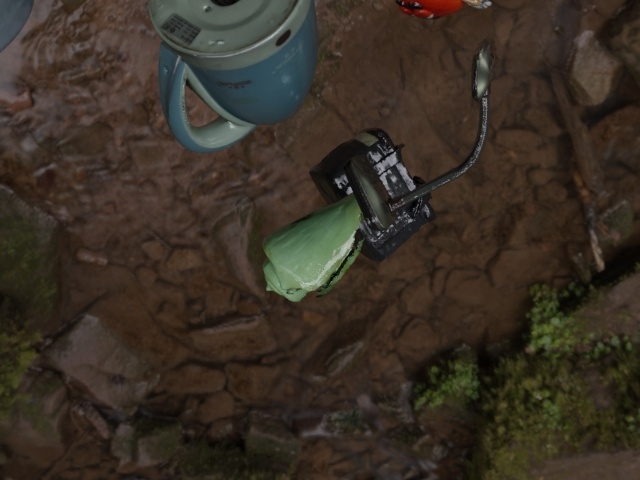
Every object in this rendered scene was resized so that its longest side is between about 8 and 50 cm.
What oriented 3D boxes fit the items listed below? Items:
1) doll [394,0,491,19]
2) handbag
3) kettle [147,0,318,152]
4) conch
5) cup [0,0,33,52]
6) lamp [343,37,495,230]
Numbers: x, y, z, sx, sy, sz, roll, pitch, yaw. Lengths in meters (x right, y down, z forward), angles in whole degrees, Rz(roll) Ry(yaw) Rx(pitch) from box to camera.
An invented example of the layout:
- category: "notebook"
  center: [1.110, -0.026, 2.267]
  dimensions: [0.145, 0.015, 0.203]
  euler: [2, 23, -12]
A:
- category: "doll"
  center: [0.200, -0.416, 1.059]
  dimensions: [0.183, 0.217, 0.085]
  euler: [22, 119, 29]
- category: "handbag"
  center: [0.113, -0.100, 1.322]
  dimensions: [0.181, 0.181, 0.254]
  euler: [-37, 108, -10]
- category: "kettle"
  center: [-0.144, -0.298, 1.078]
  dimensions: [0.319, 0.247, 0.342]
  euler: [-43, 162, -8]
- category: "conch"
  center: [0.002, 0.017, 1.112]
  dimensions: [0.250, 0.143, 0.137]
  euler: [-25, 98, 19]
- category: "cup"
  center: [-0.288, -0.219, 0.238]
  dimensions: [0.256, 0.331, 0.311]
  euler: [4, 137, -6]
- category: "lamp"
  center: [0.145, -0.127, 0.842]
  dimensions: [0.283, 0.203, 0.124]
  euler: [-42, 86, 23]
